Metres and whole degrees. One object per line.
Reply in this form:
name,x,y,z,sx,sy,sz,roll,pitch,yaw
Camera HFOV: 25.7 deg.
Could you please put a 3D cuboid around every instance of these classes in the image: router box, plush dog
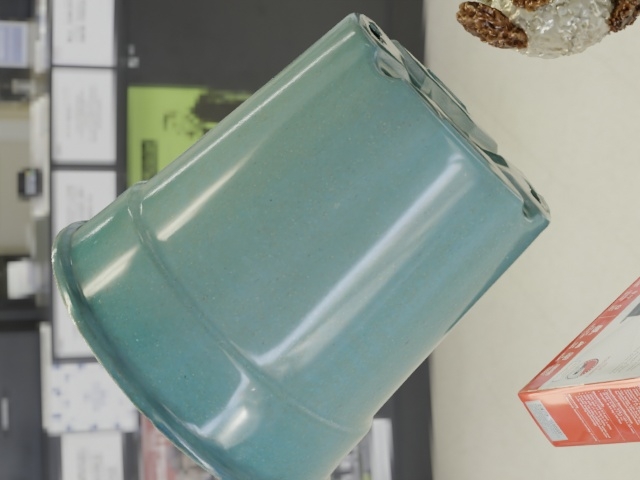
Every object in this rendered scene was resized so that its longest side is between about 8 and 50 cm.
router box,0.424,0.088,1.532,0.082,0.335,0.301,55,152,-7
plush dog,0.242,-0.298,1.574,0.210,0.262,0.225,78,176,-57

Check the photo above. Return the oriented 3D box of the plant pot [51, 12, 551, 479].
plant pot,0.000,0.000,1.245,0.334,0.341,0.341,-44,38,12
